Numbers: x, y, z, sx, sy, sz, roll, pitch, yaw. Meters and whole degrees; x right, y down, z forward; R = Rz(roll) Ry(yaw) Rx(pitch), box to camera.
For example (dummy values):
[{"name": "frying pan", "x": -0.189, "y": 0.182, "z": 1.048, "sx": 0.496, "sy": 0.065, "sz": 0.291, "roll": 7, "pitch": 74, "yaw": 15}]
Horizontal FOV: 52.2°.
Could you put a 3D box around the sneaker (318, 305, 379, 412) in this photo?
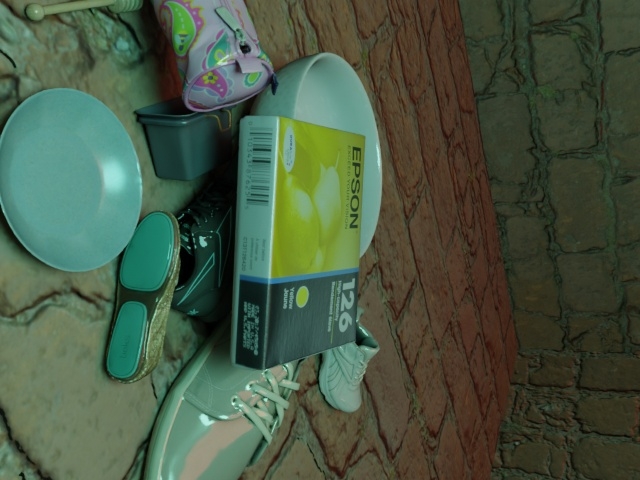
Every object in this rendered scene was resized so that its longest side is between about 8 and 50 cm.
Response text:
[{"name": "sneaker", "x": 0.057, "y": 0.225, "z": 1.227, "sx": 0.090, "sy": 0.115, "sz": 0.232, "roll": -41, "pitch": 124, "yaw": -56}]

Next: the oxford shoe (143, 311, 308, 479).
[{"name": "oxford shoe", "x": -0.103, "y": 0.213, "z": 0.910, "sx": 0.449, "sy": 0.130, "sz": 0.169, "roll": -64, "pitch": 144, "yaw": -40}]

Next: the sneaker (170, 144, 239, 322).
[{"name": "sneaker", "x": -0.130, "y": -0.024, "z": 0.864, "sx": 0.106, "sy": 0.101, "sz": 0.267, "roll": 24, "pitch": 83, "yaw": -45}]

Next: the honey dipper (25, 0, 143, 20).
[{"name": "honey dipper", "x": -0.264, "y": -0.267, "z": 0.736, "sx": 0.161, "sy": 0.031, "sz": 0.030, "roll": -41, "pitch": 124, "yaw": -54}]

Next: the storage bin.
[{"name": "storage bin", "x": -0.164, "y": -0.137, "z": 0.862, "sx": 0.135, "sy": 0.098, "sz": 0.091, "roll": -43, "pitch": 136, "yaw": -55}]

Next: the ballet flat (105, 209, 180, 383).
[{"name": "ballet flat", "x": -0.207, "y": 0.067, "z": 0.784, "sx": 0.067, "sy": 0.073, "sz": 0.206, "roll": 41, "pitch": 63, "yaw": -74}]

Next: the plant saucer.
[{"name": "plant saucer", "x": -0.271, "y": -0.063, "z": 0.699, "sx": 0.195, "sy": 0.038, "sz": 0.194, "roll": 11, "pitch": 78, "yaw": -62}]

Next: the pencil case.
[{"name": "pencil case", "x": -0.147, "y": -0.298, "z": 0.783, "sx": 0.124, "sy": 0.124, "sz": 0.284, "roll": 0, "pitch": 67, "yaw": -63}]

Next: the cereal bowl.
[{"name": "cereal bowl", "x": -0.022, "y": -0.126, "z": 1.071, "sx": 0.339, "sy": 0.141, "sz": 0.338, "roll": 5, "pitch": 84, "yaw": -62}]

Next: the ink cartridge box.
[{"name": "ink cartridge box", "x": 0.000, "y": 0.000, "z": 0.892, "sx": 0.307, "sy": 0.072, "sz": 0.303, "roll": -4, "pitch": 97, "yaw": -56}]
